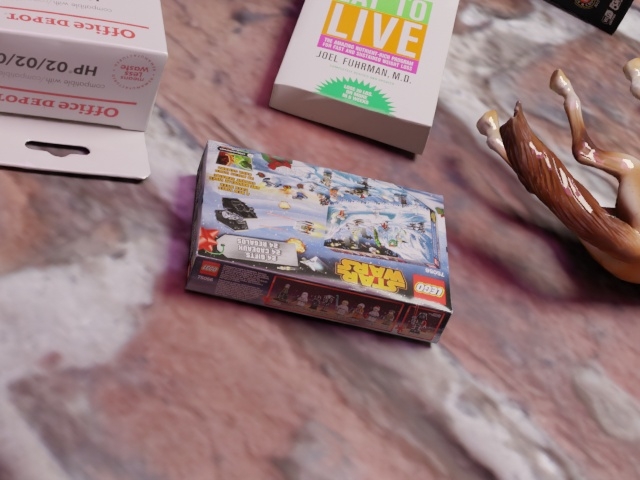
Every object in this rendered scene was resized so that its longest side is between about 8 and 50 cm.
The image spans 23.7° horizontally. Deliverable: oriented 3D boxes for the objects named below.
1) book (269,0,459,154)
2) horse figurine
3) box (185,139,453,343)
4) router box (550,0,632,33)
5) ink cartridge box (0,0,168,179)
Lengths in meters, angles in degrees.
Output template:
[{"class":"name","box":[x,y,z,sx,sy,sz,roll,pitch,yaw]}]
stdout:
[{"class":"book","box":[0.029,-0.117,0.945,0.096,0.035,0.144,17,43,-1]},{"class":"horse figurine","box":[0.204,-0.034,0.901,0.263,0.066,0.174,-11,54,-42]},{"class":"box","box":[0.000,0.000,0.806,0.137,0.027,0.094,13,41,-11]},{"class":"router box","box":[0.190,-0.215,1.047,0.092,0.122,0.038,29,46,7]},{"class":"ink cartridge box","box":[-0.144,-0.120,0.842,0.104,0.061,0.181,5,45,-19]}]
